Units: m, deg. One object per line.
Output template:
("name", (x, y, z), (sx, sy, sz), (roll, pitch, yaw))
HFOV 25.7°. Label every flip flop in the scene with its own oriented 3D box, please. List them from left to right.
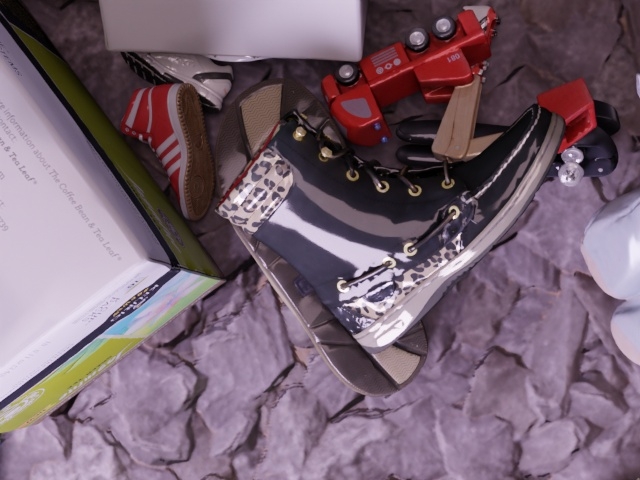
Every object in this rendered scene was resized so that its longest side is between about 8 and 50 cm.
("flip flop", (0.000, 0.000, 1.159), (0.112, 0.080, 0.277), (-30, 98, -2))

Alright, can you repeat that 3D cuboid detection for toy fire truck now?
("toy fire truck", (0.108, -0.109, 1.124), (0.192, 0.047, 0.135), (-25, 66, 5))

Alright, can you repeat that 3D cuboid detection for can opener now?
("can opener", (0.154, -0.076, 1.161), (0.186, 0.073, 0.059), (-3, 124, 9))

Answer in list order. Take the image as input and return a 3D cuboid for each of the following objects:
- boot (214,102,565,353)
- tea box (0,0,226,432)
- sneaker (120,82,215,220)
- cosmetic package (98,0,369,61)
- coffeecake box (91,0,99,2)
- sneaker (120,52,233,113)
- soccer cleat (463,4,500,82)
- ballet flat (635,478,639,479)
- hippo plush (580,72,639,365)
("boot", (0.051, -0.047, 1.060), (0.179, 0.085, 0.236), (39, 108, -7))
("tea box", (-0.271, -0.041, 1.061), (0.220, 0.323, 0.329), (-38, 83, 3))
("sneaker", (-0.130, -0.075, 1.191), (0.067, 0.042, 0.118), (4, 108, 31))
("cosmetic package", (-0.068, -0.322, 1.032), (0.217, 0.385, 0.156), (5, 49, 5))
("coffeecake box", (-0.253, -0.296, 1.207), (0.186, 0.068, 0.142), (14, 88, 7))
("sneaker", (-0.123, -0.151, 1.202), (0.109, 0.040, 0.043), (31, 73, 4))
("soccer cleat", (0.125, -0.159, 1.178), (0.036, 0.029, 0.083), (15, 84, 16))
("ballet flat", (0.267, 0.224, 1.108), (0.241, 0.077, 0.091), (-36, 84, 3))
("hippo plush", (0.358, -0.012, 1.082), (0.237, 0.234, 0.294), (-18, 100, -26))
